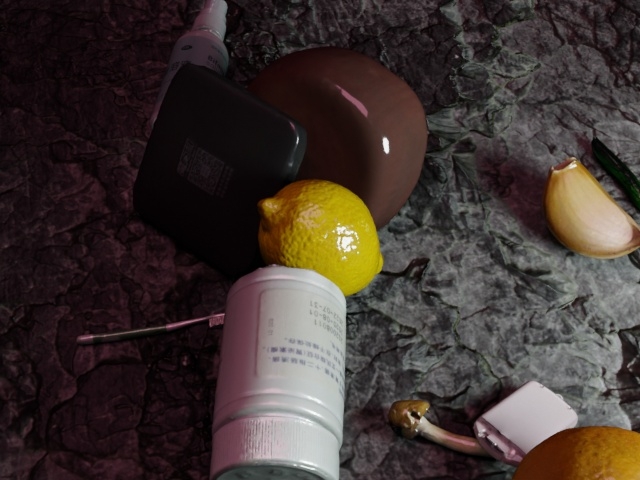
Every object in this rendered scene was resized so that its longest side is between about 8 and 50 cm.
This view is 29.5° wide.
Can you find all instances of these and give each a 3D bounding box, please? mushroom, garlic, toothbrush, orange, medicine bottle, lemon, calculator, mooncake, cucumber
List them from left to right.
[{"bbox_3d":[-0.271,0.146,1.988,0.257,0.018,0.024,-7,57,0],"label":"toothbrush"},{"bbox_3d":[-0.233,-0.332,2.312,0.110,0.110,0.352,3,52,9],"label":"medicine bottle"},{"bbox_3d":[-0.059,0.222,1.791,0.190,0.190,0.332,-1,51,6],"label":"medicine bottle"},{"bbox_3d":[0.000,0.000,1.923,0.187,0.244,0.187,-36,37,33],"label":"lemon"},{"bbox_3d":[0.030,-0.166,2.058,0.326,0.334,0.174,-10,16,42],"label":"mooncake"},{"bbox_3d":[0.191,0.283,1.805,0.187,0.060,0.061,19,40,10],"label":"mushroom"},{"bbox_3d":[0.303,0.267,1.788,0.175,0.032,0.100,-27,54,-38],"label":"calculator"},{"bbox_3d":[0.358,0.372,1.590,0.264,0.264,0.264,-3,51,4],"label":"orange"},{"bbox_3d":[0.455,-0.035,1.997,0.207,0.128,0.115,43,25,26],"label":"garlic"},{"bbox_3d":[0.521,-0.112,2.098,0.036,0.033,0.184,-5,46,-30],"label":"cucumber"}]

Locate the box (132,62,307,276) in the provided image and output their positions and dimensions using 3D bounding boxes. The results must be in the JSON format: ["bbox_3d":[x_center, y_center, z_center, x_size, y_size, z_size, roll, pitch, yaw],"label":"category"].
[{"bbox_3d":[-0.172,-0.119,2.046,0.289,0.290,0.073,32,21,28],"label":"box"}]
